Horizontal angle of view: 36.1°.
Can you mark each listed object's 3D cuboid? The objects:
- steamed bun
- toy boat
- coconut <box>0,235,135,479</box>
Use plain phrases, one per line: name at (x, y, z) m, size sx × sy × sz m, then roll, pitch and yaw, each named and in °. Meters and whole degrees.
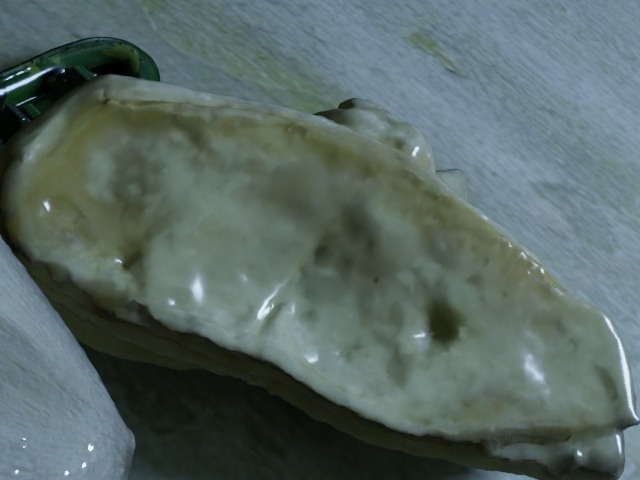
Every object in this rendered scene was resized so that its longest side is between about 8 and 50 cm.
steamed bun at (0.000, 0.000, 0.676) m, size 0.428 × 0.189 × 0.247 m, roll 18°, pitch 78°, yaw -4°
toy boat at (-0.209, -0.094, 0.732) m, size 0.104 × 0.052 × 0.210 m, roll 41°, pitch 52°, yaw 17°
coconut at (-0.223, 0.091, 0.463) m, size 0.266 × 0.237 × 0.237 m, roll 8°, pitch 51°, yaw -16°
